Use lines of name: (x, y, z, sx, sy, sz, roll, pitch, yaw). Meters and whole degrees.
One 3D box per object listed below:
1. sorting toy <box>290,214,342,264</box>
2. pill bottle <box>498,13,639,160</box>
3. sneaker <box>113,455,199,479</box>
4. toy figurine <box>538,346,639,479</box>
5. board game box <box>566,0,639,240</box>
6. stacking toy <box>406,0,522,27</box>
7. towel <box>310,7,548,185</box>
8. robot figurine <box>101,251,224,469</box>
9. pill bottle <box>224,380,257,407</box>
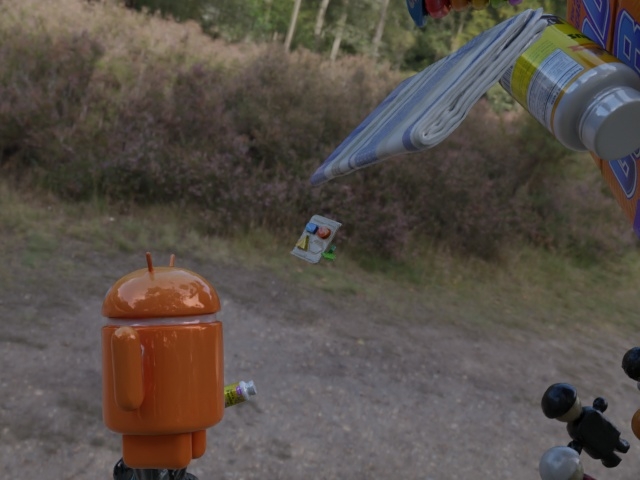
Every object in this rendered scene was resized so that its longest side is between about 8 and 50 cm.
sorting toy: (0.000, 0.000, 0.925, 0.012, 0.062, 0.083, 40, -11, -36)
pill bottle: (0.318, -0.191, 0.948, 0.117, 0.117, 0.215, 7, 35, -29)
sneaker: (-0.224, 0.300, 0.982, 0.106, 0.267, 0.101, 16, 45, 11)
toy figurine: (0.406, 0.259, 1.017, 0.148, 0.209, 0.213, 43, 33, -6)
board game box: (0.573, -0.259, 1.043, 0.356, 0.356, 0.356, -14, 48, 4)
stacking toy: (0.306, -0.457, 1.289, 0.302, 0.175, 0.166, 10, 48, 18)
towel: (0.107, -0.146, 0.842, 0.034, 0.209, 0.285, 48, -19, -12)
robot figurine: (-0.164, 0.122, 0.791, 0.158, 0.219, 0.128, 0, -3, -40)
pill bottle: (-0.178, 0.323, 1.591, 0.083, 0.043, 0.043, -19, 20, -1)
